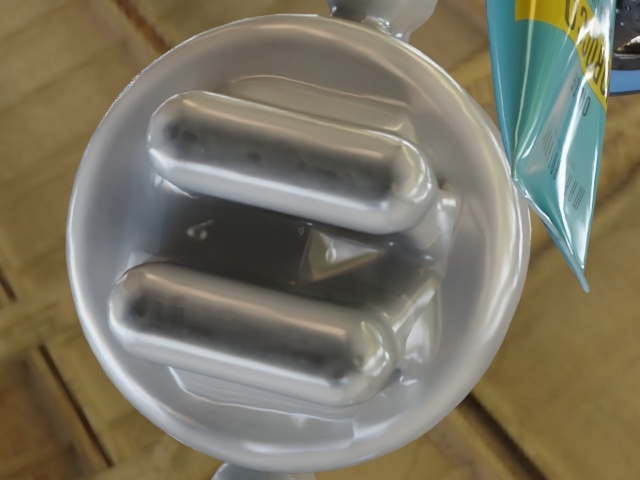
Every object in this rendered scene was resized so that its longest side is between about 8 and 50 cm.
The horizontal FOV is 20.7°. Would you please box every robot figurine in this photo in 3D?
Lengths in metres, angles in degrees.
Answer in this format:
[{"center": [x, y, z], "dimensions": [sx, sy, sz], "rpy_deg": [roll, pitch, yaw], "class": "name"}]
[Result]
[{"center": [0.000, 0.000, 0.848], "dimensions": [0.200, 0.299, 0.353], "rpy_deg": [17, -175, 7], "class": "robot figurine"}]

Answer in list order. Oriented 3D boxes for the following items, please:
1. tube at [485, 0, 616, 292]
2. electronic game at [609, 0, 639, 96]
[{"center": [0.068, -0.094, 0.529], "dimensions": [0.052, 0.080, 0.207], "rpy_deg": [-9, -117, 26], "class": "tube"}, {"center": [0.219, -0.152, 1.039], "dimensions": [0.229, 0.229, 0.048], "rpy_deg": [-17, -115, 2], "class": "electronic game"}]
